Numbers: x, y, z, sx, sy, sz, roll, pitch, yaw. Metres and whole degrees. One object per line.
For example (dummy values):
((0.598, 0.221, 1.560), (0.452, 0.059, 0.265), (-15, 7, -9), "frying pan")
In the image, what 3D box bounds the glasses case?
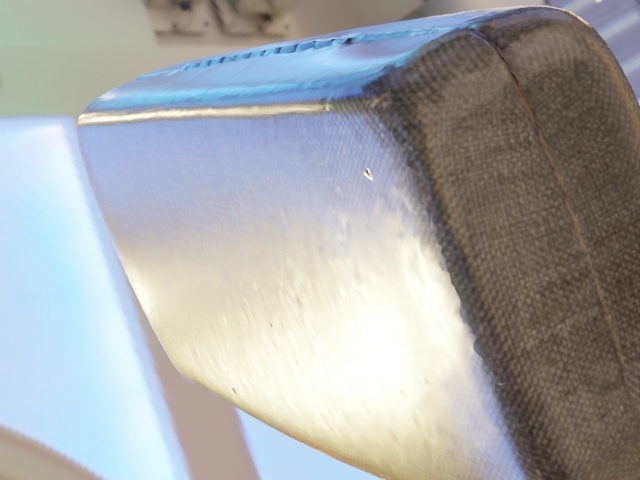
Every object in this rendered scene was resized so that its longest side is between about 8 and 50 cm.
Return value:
((0.000, 0.000, 0.473), (0.074, 0.323, 0.131), (-23, -78, -20), "glasses case")
